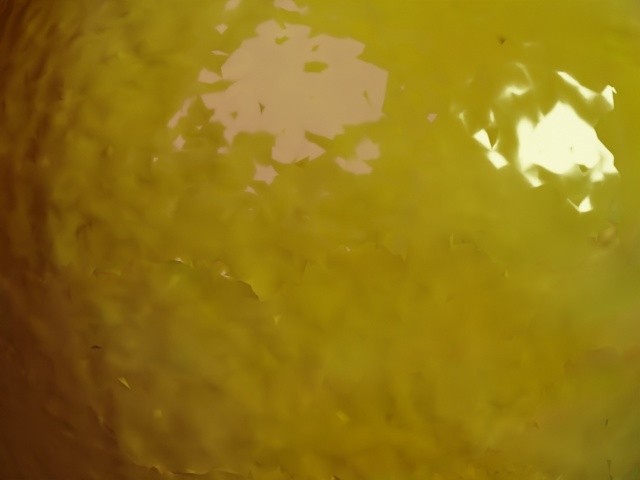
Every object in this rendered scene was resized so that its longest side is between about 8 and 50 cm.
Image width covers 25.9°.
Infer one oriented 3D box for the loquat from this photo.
[{"bbox_3d":[0.000,0.000,0.444,0.274,0.275,0.275,-8,61,14],"label":"loquat"}]
